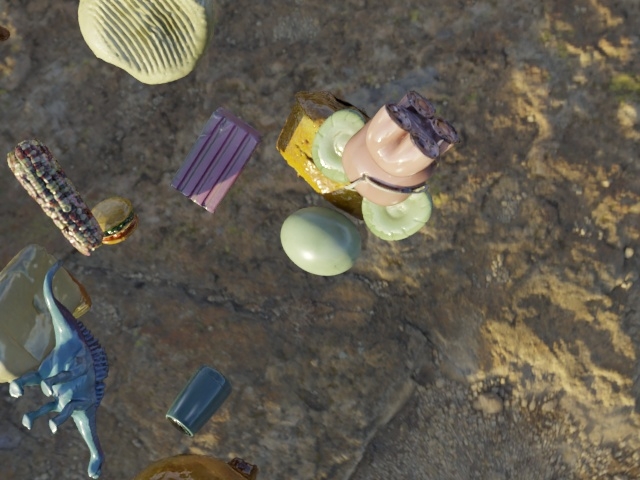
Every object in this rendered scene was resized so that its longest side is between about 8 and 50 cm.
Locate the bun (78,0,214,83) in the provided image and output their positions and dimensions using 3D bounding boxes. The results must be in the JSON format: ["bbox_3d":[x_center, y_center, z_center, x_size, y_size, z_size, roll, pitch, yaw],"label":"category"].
[{"bbox_3d":[-0.476,-0.621,1.836,0.352,0.349,0.227,-30,34,4],"label":"bun"}]

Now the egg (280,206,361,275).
[{"bbox_3d":[0.000,0.000,1.478,0.192,0.149,0.149,20,70,21],"label":"egg"}]

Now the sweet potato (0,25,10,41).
[{"bbox_3d":[-0.466,-0.325,0.881,0.078,0.255,0.058,-35,89,-23],"label":"sweet potato"}]

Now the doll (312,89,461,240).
[{"bbox_3d":[0.118,-0.149,1.264,0.284,0.216,0.268,49,128,5],"label":"doll"}]

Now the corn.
[{"bbox_3d":[-0.569,-0.096,1.442,0.092,0.092,0.281,-36,102,-4],"label":"corn"}]

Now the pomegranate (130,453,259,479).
[{"bbox_3d":[-0.264,0.647,1.434,0.416,0.417,0.417,-7,61,13],"label":"pomegranate"}]

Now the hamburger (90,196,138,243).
[{"bbox_3d":[-0.663,-0.066,2.121,0.162,0.115,0.162,-12,42,11],"label":"hamburger"}]

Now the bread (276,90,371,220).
[{"bbox_3d":[0.069,-0.200,1.583,0.358,0.337,0.204,41,113,14],"label":"bread"}]

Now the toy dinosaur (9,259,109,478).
[{"bbox_3d":[-0.217,0.116,0.564,0.045,0.080,0.198,-5,99,21],"label":"toy dinosaur"}]

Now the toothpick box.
[{"bbox_3d":[-0.344,0.452,1.861,0.120,0.120,0.184,23,56,26],"label":"toothpick box"}]

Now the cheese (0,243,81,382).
[{"bbox_3d":[-0.573,0.142,1.268,0.093,0.159,0.263,-20,35,29],"label":"cheese"}]

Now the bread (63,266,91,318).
[{"bbox_3d":[-0.766,0.147,1.957,0.114,0.132,0.190,-38,101,-17],"label":"bread"}]

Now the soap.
[{"bbox_3d":[-0.227,-0.175,1.446,0.122,0.065,0.203,34,105,-10],"label":"soap"}]
